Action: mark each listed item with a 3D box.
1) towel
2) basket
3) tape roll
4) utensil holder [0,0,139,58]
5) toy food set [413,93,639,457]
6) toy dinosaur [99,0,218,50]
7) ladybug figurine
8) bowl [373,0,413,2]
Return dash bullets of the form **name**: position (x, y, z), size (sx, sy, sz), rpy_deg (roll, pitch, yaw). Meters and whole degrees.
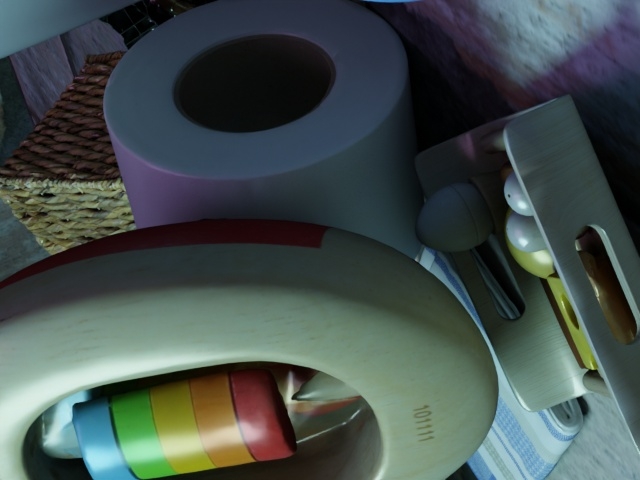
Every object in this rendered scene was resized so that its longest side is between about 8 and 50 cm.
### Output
- **towel**: position (0.141, 0.120, 1.314), size (0.209, 0.034, 0.285), rpy_deg (58, 164, 20)
- **basket**: position (-0.187, -0.074, 1.727), size (0.299, 0.223, 0.213), rpy_deg (3, 140, 46)
- **tape roll**: position (-0.041, -0.067, 1.230), size (0.246, 0.246, 0.169), rpy_deg (49, 158, 44)
- **utensil holder**: position (-0.250, -0.330, 1.250), size (0.327, 0.386, 0.327), rpy_deg (55, 162, 28)
- **toy food set**: position (0.140, 0.030, 0.997), size (0.306, 0.092, 0.219), rpy_deg (-171, 57, -85)
- **toy dinosaur**: position (-0.128, -0.241, 1.520), size (0.322, 0.164, 0.218), rpy_deg (49, -178, -10)
- **ladybug figurine**: position (-0.098, 0.101, 1.108), size (0.161, 0.450, 0.305), rpy_deg (-93, -7, -46)
- **bowl**: position (-0.006, -0.299, 0.797), size (0.391, 0.077, 0.391), rpy_deg (30, 146, 23)
